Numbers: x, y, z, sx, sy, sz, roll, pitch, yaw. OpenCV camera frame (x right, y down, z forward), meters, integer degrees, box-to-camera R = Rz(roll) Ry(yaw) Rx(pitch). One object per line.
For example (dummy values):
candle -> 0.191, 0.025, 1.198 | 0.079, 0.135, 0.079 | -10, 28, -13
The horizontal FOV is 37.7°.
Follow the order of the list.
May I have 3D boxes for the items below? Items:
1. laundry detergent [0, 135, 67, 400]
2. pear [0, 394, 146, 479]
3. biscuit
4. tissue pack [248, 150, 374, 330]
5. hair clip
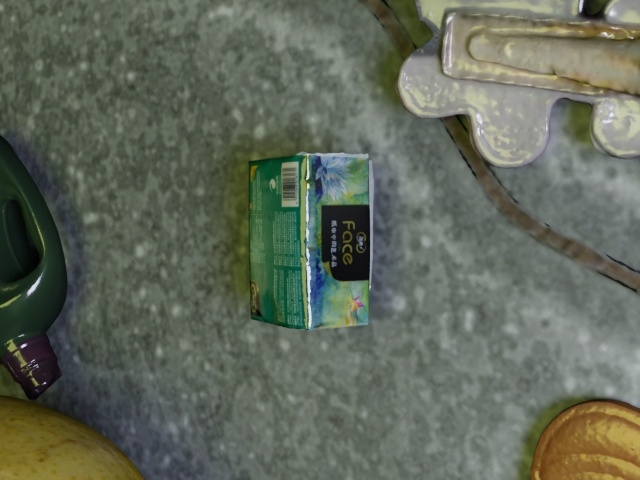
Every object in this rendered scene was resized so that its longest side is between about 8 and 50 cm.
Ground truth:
laundry detergent -> -0.266, 0.023, 0.768 | 0.144, 0.078, 0.221 | -41, 72, 20
pear -> -0.241, 0.257, 0.643 | 0.314, 0.314, 0.314 | 1, 93, 29
biscuit -> 0.171, 0.161, 0.564 | 0.102, 0.019, 0.130 | 10, 98, 29
tissue pack -> 0.001, -0.001, 0.624 | 0.085, 0.079, 0.111 | 3, 94, 61
hair clip -> 0.162, -0.099, 0.532 | 0.257, 0.075, 0.146 | 16, 117, 34
